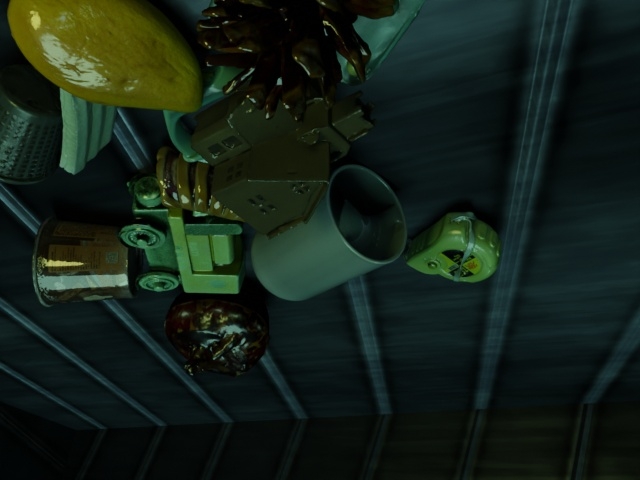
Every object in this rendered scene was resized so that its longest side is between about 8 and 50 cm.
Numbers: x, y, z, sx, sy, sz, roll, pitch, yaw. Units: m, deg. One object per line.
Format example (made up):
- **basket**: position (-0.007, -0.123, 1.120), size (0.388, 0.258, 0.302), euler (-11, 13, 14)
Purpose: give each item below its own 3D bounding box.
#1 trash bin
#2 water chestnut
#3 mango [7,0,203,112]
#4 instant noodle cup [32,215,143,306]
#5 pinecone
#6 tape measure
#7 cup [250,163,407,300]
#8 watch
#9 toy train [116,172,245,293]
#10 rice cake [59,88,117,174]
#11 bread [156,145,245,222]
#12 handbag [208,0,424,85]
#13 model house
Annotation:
- **trash bin**: position (-0.516, -0.212, 1.049), size (0.175, 0.175, 0.161), euler (25, 130, -28)
- **water chestnut**: position (-0.284, 0.259, 1.640), size (0.300, 0.300, 0.300), euler (4, 148, 3)
- **mango**: position (-0.312, -0.286, 0.888), size (0.317, 0.119, 0.176), euler (23, 101, -27)
- **instant noodle cup**: position (-0.538, 0.051, 1.423), size (0.207, 0.217, 0.217), euler (1, 148, -4)
- **pinecone**: position (-0.034, -0.241, 0.702), size (0.202, 0.201, 0.229), euler (40, 169, -6)
- **tape measure**: position (0.303, 0.015, 1.315), size (0.175, 0.106, 0.200), euler (29, 141, -10)
- **cup**: position (0.000, 0.000, 1.244), size (0.205, 0.205, 0.312), euler (27, 143, -30)
- **watch**: position (-0.170, -0.216, 1.064), size (0.237, 0.068, 0.195), euler (-18, 143, 26)
- **toy train**: position (-0.294, -0.006, 1.337), size (0.253, 0.160, 0.397), euler (1, 149, -5)
- **rice cake**: position (-0.398, -0.221, 1.042), size (0.043, 0.127, 0.237), euler (32, 145, -2)
- **bread**: position (-0.209, -0.113, 1.167), size (0.225, 0.134, 0.081), euler (13, 145, -15)
- **handbag**: position (0.005, -0.344, 0.793), size (0.274, 0.100, 0.268), euler (17, 147, -18)
- **model house**: position (-0.044, -0.162, 0.896), size (0.243, 0.211, 0.204), euler (-20, 143, 29)
